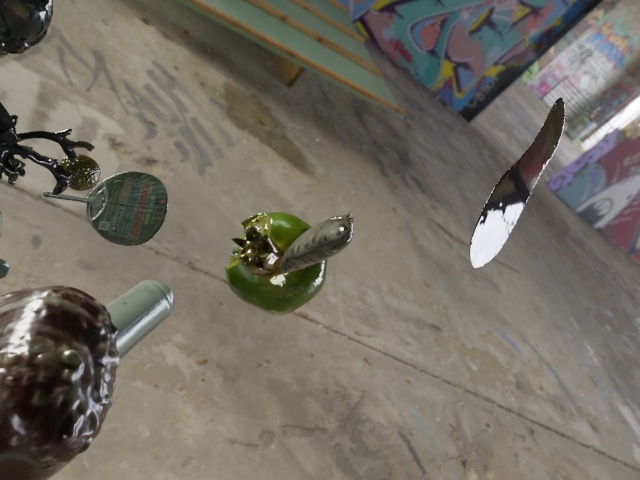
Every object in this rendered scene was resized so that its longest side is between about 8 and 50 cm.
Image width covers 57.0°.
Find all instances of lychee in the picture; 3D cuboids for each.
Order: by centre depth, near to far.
[{"bbox_3d":[-0.722,-0.205,1.768,0.114,0.114,0.146,55,-5,15],"label":"lychee"}]

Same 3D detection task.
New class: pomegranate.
[{"bbox_3d":[-0.100,0.044,1.277,0.236,0.236,0.302,52,-2,9],"label":"pomegranate"}]

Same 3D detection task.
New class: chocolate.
[{"bbox_3d":[-0.418,0.206,0.887,0.225,0.210,0.340,50,22,-34],"label":"chocolate"}]

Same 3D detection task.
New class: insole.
[{"bbox_3d":[0.215,-0.064,0.632,0.253,0.005,0.086,-50,139,-29],"label":"insole"}]

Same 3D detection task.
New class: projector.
[{"bbox_3d":[-0.413,0.178,1.223,0.108,0.108,0.337,45,15,-3],"label":"projector"}]

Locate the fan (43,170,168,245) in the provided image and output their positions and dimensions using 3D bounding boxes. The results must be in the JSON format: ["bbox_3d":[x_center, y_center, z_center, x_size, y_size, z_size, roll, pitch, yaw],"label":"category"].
[{"bbox_3d":[-0.531,-0.072,1.511,0.294,0.012,0.223,-17,67,-20],"label":"fan"}]

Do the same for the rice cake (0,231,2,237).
[{"bbox_3d":[-1.034,0.020,1.710,0.057,0.256,0.052,61,9,-14],"label":"rice cake"}]

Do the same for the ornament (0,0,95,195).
[{"bbox_3d":[-0.333,-0.163,0.668,0.080,0.202,0.236,-107,170,-49],"label":"ornament"}]

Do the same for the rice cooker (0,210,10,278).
[{"bbox_3d":[-0.839,0.019,1.277,0.317,0.264,0.316,26,41,-25],"label":"rice cooker"}]

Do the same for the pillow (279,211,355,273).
[{"bbox_3d":[0.000,0.000,0.993,0.051,0.241,0.093,44,61,-10],"label":"pillow"}]
